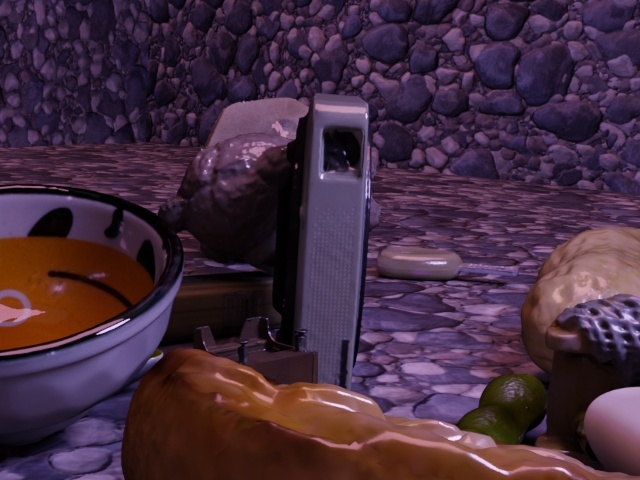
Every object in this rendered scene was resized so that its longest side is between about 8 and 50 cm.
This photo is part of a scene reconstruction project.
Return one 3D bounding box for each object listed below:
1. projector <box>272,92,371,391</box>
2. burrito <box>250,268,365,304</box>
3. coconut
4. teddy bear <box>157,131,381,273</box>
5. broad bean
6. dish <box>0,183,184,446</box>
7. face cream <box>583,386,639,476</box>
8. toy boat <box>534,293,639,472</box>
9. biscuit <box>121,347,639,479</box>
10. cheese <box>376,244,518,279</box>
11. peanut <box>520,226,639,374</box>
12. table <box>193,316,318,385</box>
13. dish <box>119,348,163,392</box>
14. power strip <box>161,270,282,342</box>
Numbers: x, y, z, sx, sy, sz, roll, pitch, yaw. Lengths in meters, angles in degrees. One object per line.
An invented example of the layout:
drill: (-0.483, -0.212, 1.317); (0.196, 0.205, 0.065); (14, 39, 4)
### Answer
projector: (0.000, 0.000, 1.048); (0.079, 0.257, 0.259); (4, 8, 0)
burrito: (-0.022, 0.059, 1.387); (0.185, 0.041, 0.045); (13, -28, 52)
coconut: (-0.069, -0.094, 1.659); (0.227, 0.227, 0.230); (3, -30, -2)
teddy bear: (-0.046, -0.047, 1.309); (0.236, 0.151, 0.267); (-26, -3, 20)
broad bean: (0.117, 0.142, 0.846); (0.052, 0.053, 0.256); (35, 19, 16)
dish: (-0.241, 0.065, 0.874); (0.303, 0.120, 0.303); (1, 27, 0)
face cream: (0.278, 0.165, 0.579); (0.173, 0.081, 0.348); (26, 2, -16)
toy boat: (0.374, 0.122, 0.817); (0.445, 0.136, 0.162); (5, 14, 6)
biscuit: (0.045, 0.131, 0.570); (0.296, 0.102, 0.296); (13, -7, 2)
cheese: (0.175, 0.034, 1.609); (0.192, 0.037, 0.097); (5, 10, 14)
peanut: (0.282, 0.063, 1.182); (0.147, 0.148, 0.319); (8, 15, 27)
table: (-0.052, 0.108, 0.898); (0.083, 0.082, 0.070); (-6, 12, -43)
dish: (-0.192, 0.106, 1.009); (0.091, 0.039, 0.137); (-4, 12, -23)
power strip: (-0.177, 0.067, 1.189); (0.387, 0.066, 0.092); (-5, 9, -40)
